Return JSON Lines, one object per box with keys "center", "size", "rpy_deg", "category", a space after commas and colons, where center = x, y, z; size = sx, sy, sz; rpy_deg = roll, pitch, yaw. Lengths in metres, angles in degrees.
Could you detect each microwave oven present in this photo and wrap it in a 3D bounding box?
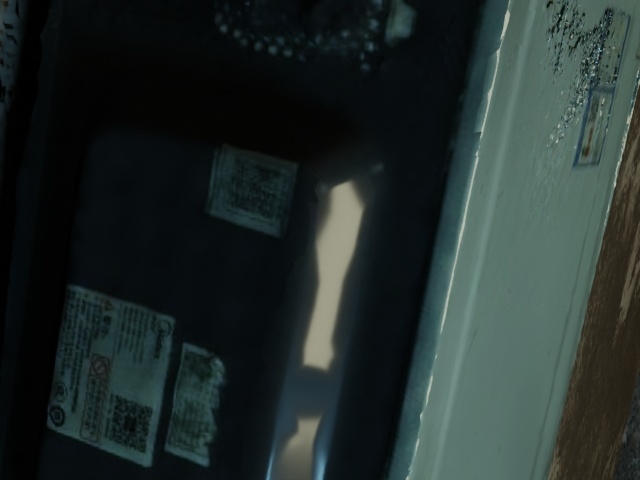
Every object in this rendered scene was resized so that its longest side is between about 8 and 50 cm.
{"center": [0.000, 0.000, 0.461], "size": [0.237, 0.181, 0.295], "rpy_deg": [-11, 114, -63], "category": "microwave oven"}
